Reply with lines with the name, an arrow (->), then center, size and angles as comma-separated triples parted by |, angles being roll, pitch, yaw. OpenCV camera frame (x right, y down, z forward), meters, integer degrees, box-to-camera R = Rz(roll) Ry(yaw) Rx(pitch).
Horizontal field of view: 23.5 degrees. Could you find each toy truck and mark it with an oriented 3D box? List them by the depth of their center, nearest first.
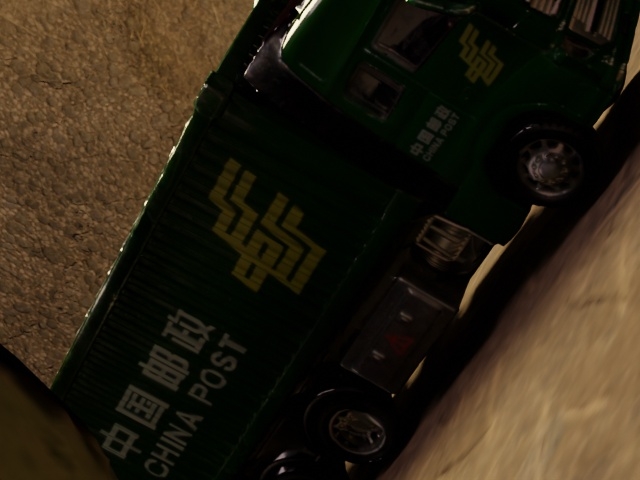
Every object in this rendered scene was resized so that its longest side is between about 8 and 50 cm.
toy truck -> 0.000, 0.000, 0.535 | 0.259, 0.121, 0.088 | -58, 5, 36

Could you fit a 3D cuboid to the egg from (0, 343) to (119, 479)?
egg -> -0.192, 0.181, 0.432 | 0.379, 0.287, 0.287 | -62, 3, 21
